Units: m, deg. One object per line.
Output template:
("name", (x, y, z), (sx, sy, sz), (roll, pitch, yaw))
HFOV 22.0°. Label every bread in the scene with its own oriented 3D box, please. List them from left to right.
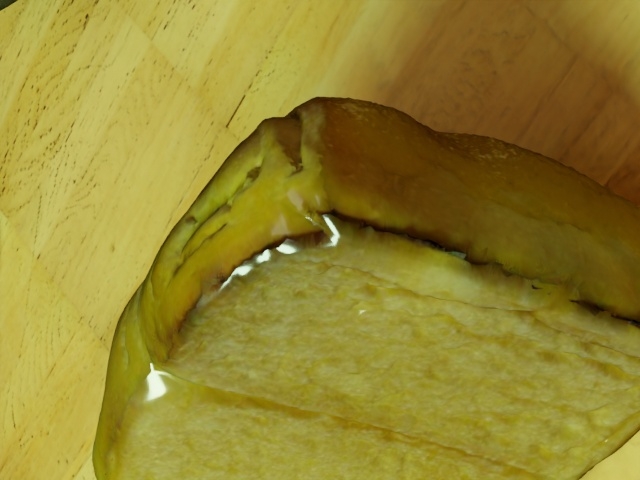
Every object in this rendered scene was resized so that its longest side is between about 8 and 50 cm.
("bread", (0.035, 0.070, 1.046), (0.328, 0.337, 0.148), (-55, 29, 38))

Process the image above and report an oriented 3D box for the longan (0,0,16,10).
("longan", (-0.317, -0.295, 1.345), (0.248, 0.248, 0.248), (8, 102, 40))
